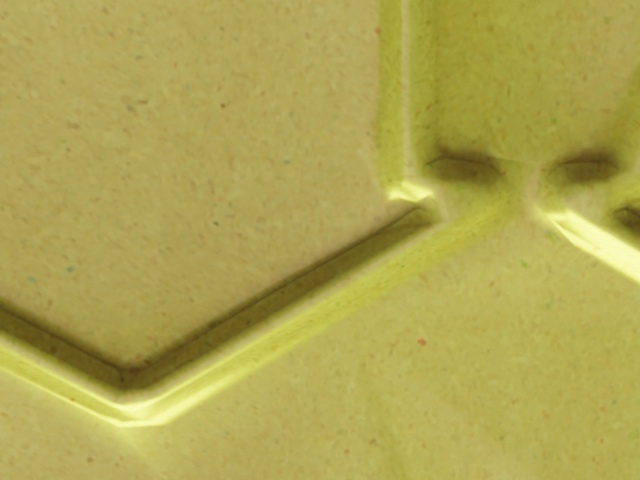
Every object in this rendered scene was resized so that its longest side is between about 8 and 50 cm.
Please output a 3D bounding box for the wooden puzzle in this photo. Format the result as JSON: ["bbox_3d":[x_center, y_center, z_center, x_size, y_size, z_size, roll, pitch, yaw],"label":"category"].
[{"bbox_3d":[0.036,0.035,0.409,0.322,0.080,0.347,-1,117,-1],"label":"wooden puzzle"}]
